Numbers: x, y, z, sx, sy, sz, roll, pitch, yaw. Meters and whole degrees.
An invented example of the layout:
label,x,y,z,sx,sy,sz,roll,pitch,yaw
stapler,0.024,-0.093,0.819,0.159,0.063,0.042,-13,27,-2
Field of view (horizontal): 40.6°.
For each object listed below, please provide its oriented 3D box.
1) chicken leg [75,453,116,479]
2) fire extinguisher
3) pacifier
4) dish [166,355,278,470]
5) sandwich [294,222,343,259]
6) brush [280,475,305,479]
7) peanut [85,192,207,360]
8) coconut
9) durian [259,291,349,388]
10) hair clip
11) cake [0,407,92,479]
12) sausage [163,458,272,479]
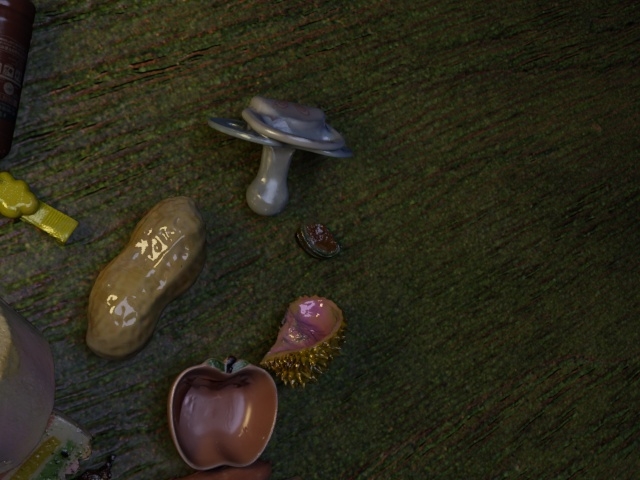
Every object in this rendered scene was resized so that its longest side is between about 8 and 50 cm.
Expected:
label,x,y,z,sx,sy,sz,roll,pitch,yaw
chicken leg,-0.376,0.398,1.467,0.083,0.021,0.036,-32,88,-30
fire extinguisher,-0.557,-0.241,1.411,0.136,0.114,0.337,15,74,-41
pacifier,-0.076,-0.150,1.638,0.287,0.238,0.225,3,109,-31
dish,-0.186,0.304,1.551,0.214,0.090,0.213,3,83,-28
sandwich,-0.004,0.001,1.737,0.101,0.026,0.069,46,65,-15
brush,-0.161,0.494,1.554,0.321,0.060,0.050,-12,100,-30
peanut,-0.300,0.065,1.501,0.149,0.149,0.313,41,65,-18
coconut,-0.544,0.201,1.253,0.298,0.309,0.297,-3,62,5
durian,-0.025,0.188,1.624,0.132,0.182,0.165,39,96,-4
hair clip,-0.496,-0.055,1.459,0.173,0.046,0.072,37,62,-17
cake,-0.474,0.375,1.406,0.109,0.090,0.225,42,83,-20
sausage,-0.265,0.452,1.486,0.433,0.088,0.087,-11,88,-30
